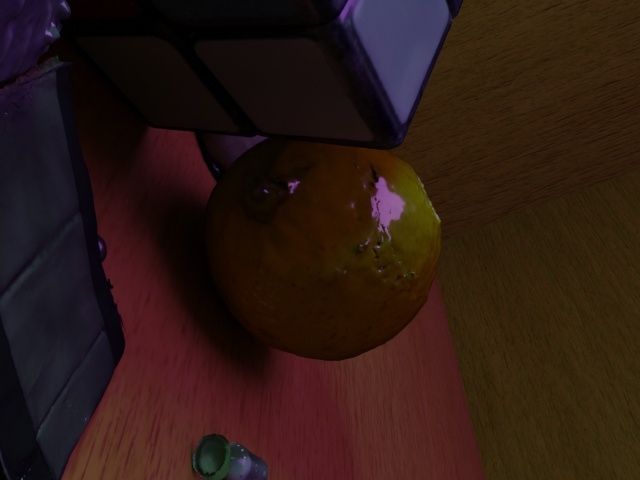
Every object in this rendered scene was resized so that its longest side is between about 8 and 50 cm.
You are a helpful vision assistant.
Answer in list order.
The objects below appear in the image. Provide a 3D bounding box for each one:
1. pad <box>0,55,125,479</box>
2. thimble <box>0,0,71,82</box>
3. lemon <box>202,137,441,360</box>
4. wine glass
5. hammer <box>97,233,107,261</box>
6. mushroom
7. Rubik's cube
[{"bbox_3d":[-0.161,0.026,0.380,0.174,0.022,0.232,-84,173,-60],"label":"pad"},{"bbox_3d":[-0.205,-0.171,0.271,0.172,0.205,0.236,-78,153,-66],"label":"thimble"},{"bbox_3d":[0.000,0.000,0.718,0.310,0.254,0.253,45,27,-58],"label":"lemon"},{"bbox_3d":[-0.075,0.200,0.578,0.042,0.039,0.083,28,-16,35],"label":"wine glass"},{"bbox_3d":[-0.231,-0.112,0.476,0.058,0.029,0.292,-24,91,-79],"label":"hammer"},{"bbox_3d":[-0.059,-0.159,0.979,0.344,0.130,0.247,-26,100,-77],"label":"mushroom"},{"bbox_3d":[-0.060,-0.297,0.567,0.318,0.314,0.316,-65,146,-21],"label":"Rubik's cube"}]
